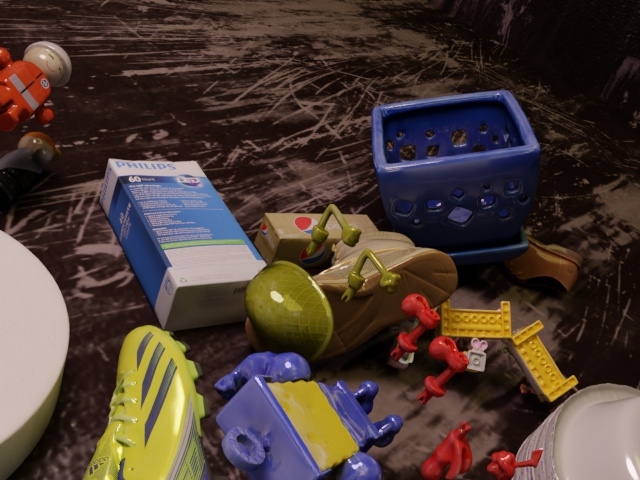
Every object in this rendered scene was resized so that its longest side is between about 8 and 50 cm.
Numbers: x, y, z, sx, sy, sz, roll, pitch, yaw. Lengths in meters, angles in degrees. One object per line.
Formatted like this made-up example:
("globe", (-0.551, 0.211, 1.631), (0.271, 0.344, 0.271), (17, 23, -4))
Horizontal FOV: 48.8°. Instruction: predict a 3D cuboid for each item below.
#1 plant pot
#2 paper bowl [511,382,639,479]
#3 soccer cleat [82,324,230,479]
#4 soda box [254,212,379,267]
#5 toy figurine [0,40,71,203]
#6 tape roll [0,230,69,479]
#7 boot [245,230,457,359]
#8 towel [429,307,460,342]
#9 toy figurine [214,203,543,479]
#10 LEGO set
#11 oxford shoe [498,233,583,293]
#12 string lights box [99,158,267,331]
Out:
("plant pot", (0.207, -0.089, 1.114), (0.236, 0.212, 0.236), (-7, 33, 6))
("paper bowl", (0.358, 0.279, 0.734), (0.284, 0.148, 0.284), (15, 40, -13))
("soccer cleat", (-0.161, 0.183, 0.638), (0.121, 0.093, 0.289), (-3, 39, -25))
("soda box", (0.000, 0.000, 1.041), (0.181, 0.058, 0.061), (-1, 39, -32))
("toy figurine", (-0.429, -0.171, 0.882), (0.213, 0.209, 0.148), (21, 43, -2))
("tape roll", (-0.426, 0.094, 0.622), (0.392, 0.072, 0.392), (17, 33, -11))
("boot", (0.025, 0.061, 0.922), (0.262, 0.095, 0.203), (-22, 13, -5))
("towel", (0.180, 0.123, 1.016), (0.060, 0.009, 0.083), (12, 34, -18))
("toy figurine", (-0.008, 0.135, 0.644), (0.217, 0.191, 0.362), (-1, 48, -49))
("LEGO set", (0.227, 0.158, 0.934), (0.287, 0.107, 0.132), (25, 74, -4))
("oxford shoe", (0.332, 0.031, 1.200), (0.212, 0.076, 0.076), (19, 71, 14))
("string lights box", (-0.180, -0.005, 0.917), (0.133, 0.077, 0.260), (-3, 40, -36))
